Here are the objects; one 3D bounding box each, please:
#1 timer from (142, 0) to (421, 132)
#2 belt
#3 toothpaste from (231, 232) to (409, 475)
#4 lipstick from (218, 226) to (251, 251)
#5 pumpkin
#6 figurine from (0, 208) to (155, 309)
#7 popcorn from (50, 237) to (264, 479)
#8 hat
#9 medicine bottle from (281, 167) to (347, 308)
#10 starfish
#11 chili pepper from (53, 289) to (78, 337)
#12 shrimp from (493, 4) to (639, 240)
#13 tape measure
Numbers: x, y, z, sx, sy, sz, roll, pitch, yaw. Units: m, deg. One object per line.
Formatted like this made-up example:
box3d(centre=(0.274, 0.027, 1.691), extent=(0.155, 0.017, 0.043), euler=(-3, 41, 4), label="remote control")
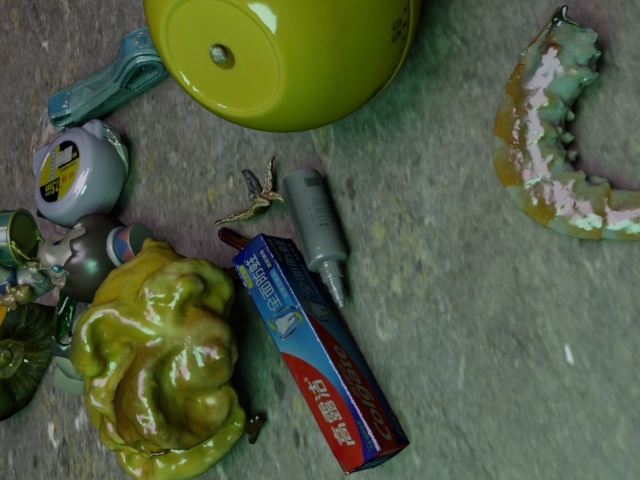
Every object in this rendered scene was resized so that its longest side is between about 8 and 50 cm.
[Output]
box3d(centre=(-0.031, -0.328, 1.058), extent=(0.376, 0.376, 0.387), euler=(-8, 33, 38), label="timer")
box3d(centre=(-0.371, -0.271, 1.454), extent=(0.302, 0.087, 0.072), euler=(-25, 70, 33), label="belt")
box3d(centre=(-0.005, 0.136, 1.062), extent=(0.066, 0.076, 0.320), euler=(-42, 64, 22), label="toothpaste")
box3d(centre=(-0.090, 0.018, 1.207), extent=(0.177, 0.027, 0.027), euler=(25, 97, 40), label="lipstick")
box3d(centre=(-0.593, 0.195, 1.514), extent=(0.190, 0.139, 0.280), euler=(34, 101, 38), label="pumpkin")
box3d(centre=(-0.394, 0.023, 1.349), extent=(0.276, 0.161, 0.158), euler=(-3, 106, 5), label="figurine")
box3d(centre=(-0.229, 0.152, 1.151), extent=(0.297, 0.281, 0.315), euler=(-63, 36, 33), label="popcorn")
box3d(centre=(-0.412, 0.183, 1.412), extent=(0.166, 0.081, 0.122), euler=(-43, 54, 37), label="hat")
box3d(centre=(0.000, 0.000, 1.117), extent=(0.058, 0.058, 0.199), euler=(-33, 63, 30), label="medicine bottle")
box3d(centre=(-0.100, -0.055, 1.222), extent=(0.130, 0.041, 0.133), euler=(-41, 31, 22), label="starfish")
box3d(centre=(-0.438, 0.075, 1.456), extent=(0.073, 0.050, 0.182), euler=(-23, 58, 26), label="chili pepper")
box3d(centre=(0.279, -0.097, 0.901), extent=(0.185, 0.068, 0.287), euler=(-45, 58, 26), label="shrimp")
box3d(centre=(-0.413, -0.103, 1.453), extent=(0.196, 0.105, 0.178), euler=(-16, 64, 35), label="tape measure")
